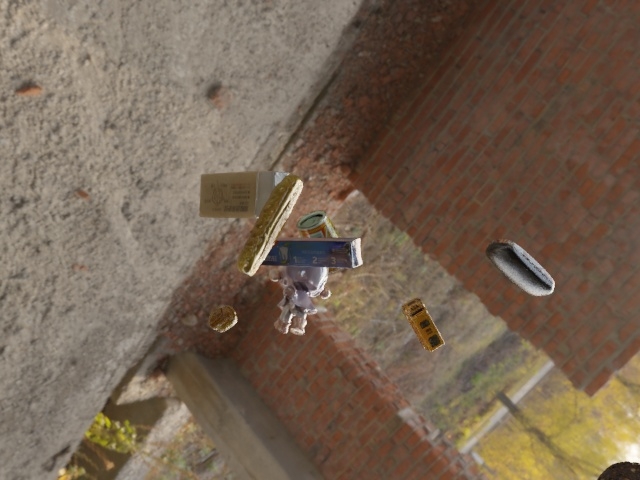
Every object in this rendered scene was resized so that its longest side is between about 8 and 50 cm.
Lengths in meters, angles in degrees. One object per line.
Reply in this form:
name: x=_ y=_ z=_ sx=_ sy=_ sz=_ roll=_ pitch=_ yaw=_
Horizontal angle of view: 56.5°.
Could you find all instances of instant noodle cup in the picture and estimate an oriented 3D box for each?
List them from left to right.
instant noodle cup: x=0.000 y=0.000 z=2.381 sx=0.193 sy=0.193 sz=0.212 roll=-35 pitch=119 yaw=-19

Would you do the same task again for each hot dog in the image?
hot dog: x=-0.125 y=-0.041 z=1.453 sx=0.088 sy=0.061 sz=0.286 roll=89 pitch=26 yaw=-61

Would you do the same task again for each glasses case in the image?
glasses case: x=0.624 y=0.087 z=1.861 sx=0.103 sy=0.267 sz=0.067 roll=-22 pitch=-145 yaw=51

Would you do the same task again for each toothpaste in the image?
toothpaste: x=-0.042 y=0.032 z=1.654 sx=0.066 sy=0.320 sz=0.076 roll=-19 pitch=108 yaw=-58

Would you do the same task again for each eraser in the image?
eraser: x=-0.237 y=-0.137 z=1.811 sx=0.078 sy=0.343 sz=0.144 roll=1 pitch=92 yaw=-48

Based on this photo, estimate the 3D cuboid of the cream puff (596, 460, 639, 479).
cream puff: x=0.924 y=0.768 z=1.736 sx=0.239 sy=0.239 sz=0.165 roll=-34 pitch=158 yaw=-21

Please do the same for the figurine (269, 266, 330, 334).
figurine: x=-0.057 y=0.142 z=1.760 sx=0.133 sy=0.200 sz=0.276 roll=147 pitch=-40 yaw=-66

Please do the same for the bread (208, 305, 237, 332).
bread: x=-0.280 y=0.226 z=1.720 sx=0.046 sy=0.083 sz=0.081 roll=69 pitch=24 yaw=-45

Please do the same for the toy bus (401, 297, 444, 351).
toy bus: x=0.320 y=0.262 z=1.855 sx=0.069 sy=0.162 sz=0.074 roll=-30 pitch=-177 yaw=-3
